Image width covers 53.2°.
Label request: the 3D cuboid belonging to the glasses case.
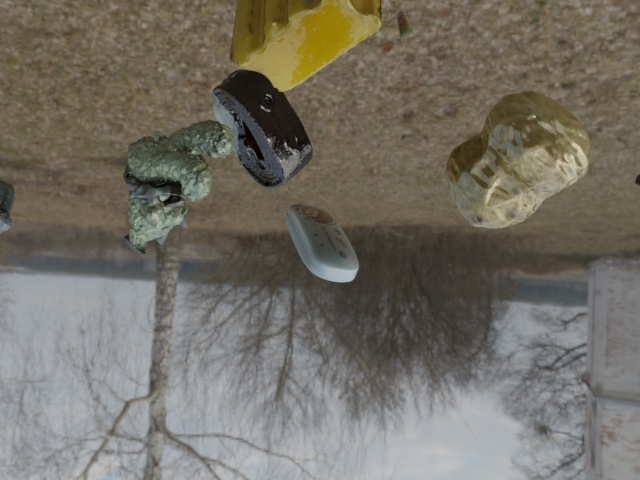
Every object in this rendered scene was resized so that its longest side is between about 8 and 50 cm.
[{"bbox_3d":[0.000,0.000,0.875,0.067,0.045,0.178,10,-154,-22],"label":"glasses case"}]

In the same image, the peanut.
[{"bbox_3d":[0.312,-0.120,1.031,0.196,0.110,0.233,33,121,-20],"label":"peanut"}]

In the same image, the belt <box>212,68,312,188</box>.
[{"bbox_3d":[-0.135,-0.280,1.550,0.164,0.289,0.184,-43,-151,-27],"label":"belt"}]

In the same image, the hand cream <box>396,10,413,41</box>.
[{"bbox_3d":[0.189,-0.487,1.447,0.035,0.102,0.022,-35,128,30],"label":"hand cream"}]

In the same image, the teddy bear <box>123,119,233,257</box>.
[{"bbox_3d":[-0.208,-0.071,0.813,0.111,0.133,0.213,36,130,-15],"label":"teddy bear"}]

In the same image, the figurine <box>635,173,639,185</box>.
[{"bbox_3d":[0.337,-0.096,0.508,0.098,0.155,0.082,5,-160,-26],"label":"figurine"}]

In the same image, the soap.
[{"bbox_3d":[-0.018,-0.384,0.894,0.204,0.325,0.096,-23,142,36],"label":"soap"}]

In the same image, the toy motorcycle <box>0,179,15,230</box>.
[{"bbox_3d":[-0.453,-0.065,0.696,0.307,0.108,0.173,23,170,8],"label":"toy motorcycle"}]
